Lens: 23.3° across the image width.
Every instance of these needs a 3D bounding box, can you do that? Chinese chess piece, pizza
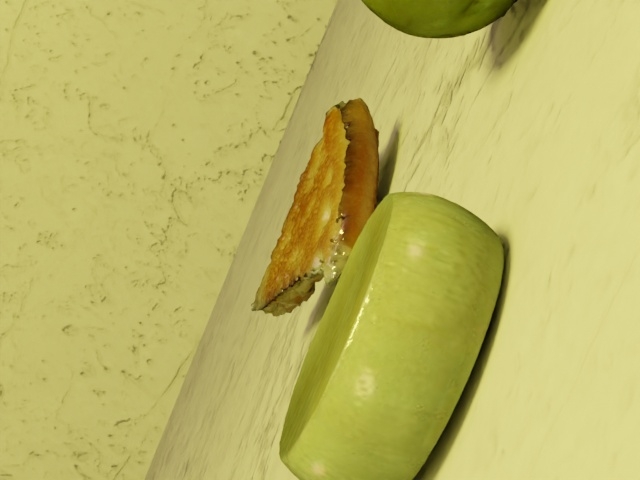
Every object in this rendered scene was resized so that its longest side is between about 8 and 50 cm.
[{"bbox_3d":[0.032,0.049,0.698,0.144,0.058,0.144,-156,90,-85],"label":"Chinese chess piece"},{"bbox_3d":[0.000,0.000,1.183,0.185,0.052,0.195,-84,20,-44],"label":"pizza"}]

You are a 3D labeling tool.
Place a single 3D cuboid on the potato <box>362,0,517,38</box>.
[{"bbox_3d":[0.076,-0.224,0.884,0.186,0.148,0.253,91,-174,-59],"label":"potato"}]
